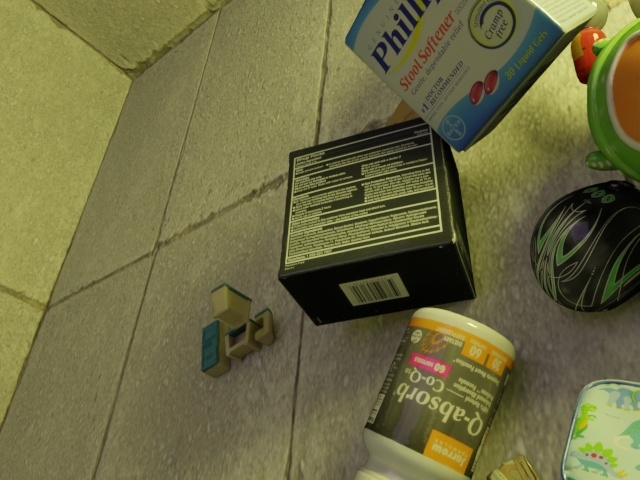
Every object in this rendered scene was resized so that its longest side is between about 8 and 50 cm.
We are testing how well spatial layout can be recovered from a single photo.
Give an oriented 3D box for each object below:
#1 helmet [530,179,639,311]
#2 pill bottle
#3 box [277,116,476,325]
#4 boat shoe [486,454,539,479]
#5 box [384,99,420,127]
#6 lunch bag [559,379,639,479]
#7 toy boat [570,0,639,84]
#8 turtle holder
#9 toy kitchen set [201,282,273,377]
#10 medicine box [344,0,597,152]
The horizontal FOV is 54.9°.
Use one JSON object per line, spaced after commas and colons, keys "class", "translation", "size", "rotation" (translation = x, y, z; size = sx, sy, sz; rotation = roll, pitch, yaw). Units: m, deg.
{"class": "helmet", "translation": [0.370, 0.013, 0.843], "size": [0.162, 0.169, 0.169], "rotation": [-35, 37, -4]}
{"class": "pill bottle", "translation": [0.156, 0.249, 0.870], "size": [0.162, 0.162, 0.278], "rotation": [7, 66, 50]}
{"class": "box", "translation": [0.101, -0.035, 1.093], "size": [0.297, 0.182, 0.294], "rotation": [-12, 51, 18]}
{"class": "boat shoe", "translation": [0.283, 0.335, 0.746], "size": [0.072, 0.068, 0.190], "rotation": [-40, 36, -1]}
{"class": "box", "translation": [0.196, -0.236, 1.344], "size": [0.164, 0.021, 0.201], "rotation": [23, 78, 53]}
{"class": "lunch bag", "translation": [0.374, 0.237, 0.639], "size": [0.219, 0.090, 0.176], "rotation": [5, 40, 32]}
{"class": "toy boat", "translation": [0.509, -0.358, 0.911], "size": [0.318, 0.268, 0.148], "rotation": [-19, 65, 54]}
{"class": "turtle holder", "translation": [0.508, -0.170, 0.752], "size": [0.227, 0.320, 0.243], "rotation": [-177, 109, -81]}
{"class": "toy kitchen set", "translation": [-0.219, 0.177, 1.337], "size": [0.207, 0.166, 0.122], "rotation": [-34, 41, 24]}
{"class": "medicine box", "translation": [0.227, -0.343, 0.996], "size": [0.149, 0.289, 0.263], "rotation": [-36, -13, -41]}
